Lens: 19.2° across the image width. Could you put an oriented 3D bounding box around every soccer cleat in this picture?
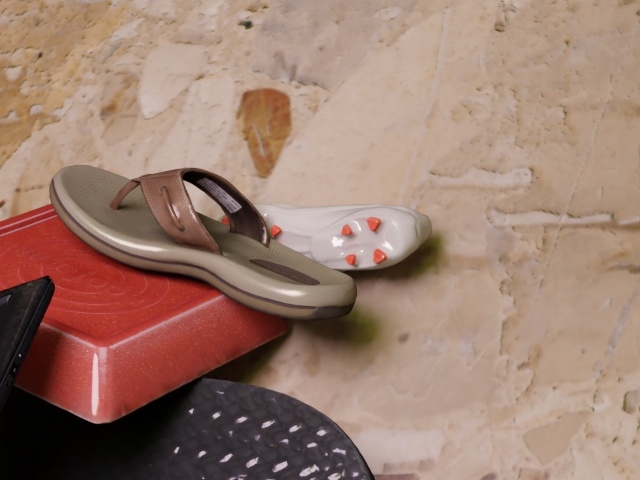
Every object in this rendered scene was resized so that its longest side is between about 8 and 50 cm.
[{"bbox_3d":[0.000,0.000,1.570,0.196,0.076,0.068,-1,97,34],"label":"soccer cleat"}]

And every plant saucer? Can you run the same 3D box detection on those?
[{"bbox_3d":[-0.193,0.041,1.507,0.258,0.047,0.259,22,25,26],"label":"plant saucer"}]

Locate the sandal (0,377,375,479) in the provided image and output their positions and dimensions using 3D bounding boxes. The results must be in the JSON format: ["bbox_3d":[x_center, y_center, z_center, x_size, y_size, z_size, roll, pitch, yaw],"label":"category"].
[{"bbox_3d":[-0.118,0.188,1.484,0.446,0.107,0.167,14,67,37],"label":"sandal"}]

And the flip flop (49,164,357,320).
[{"bbox_3d":[-0.091,-0.013,1.514,0.277,0.112,0.080,22,114,26],"label":"flip flop"}]

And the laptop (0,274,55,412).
[{"bbox_3d":[-0.326,0.288,1.364,0.382,0.236,0.408,-18,37,33],"label":"laptop"}]
